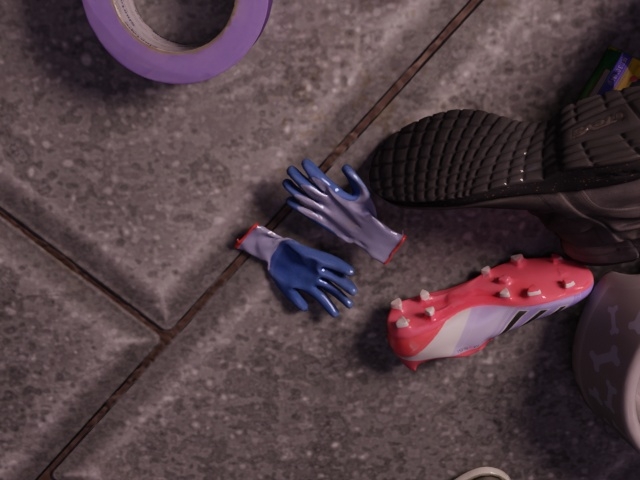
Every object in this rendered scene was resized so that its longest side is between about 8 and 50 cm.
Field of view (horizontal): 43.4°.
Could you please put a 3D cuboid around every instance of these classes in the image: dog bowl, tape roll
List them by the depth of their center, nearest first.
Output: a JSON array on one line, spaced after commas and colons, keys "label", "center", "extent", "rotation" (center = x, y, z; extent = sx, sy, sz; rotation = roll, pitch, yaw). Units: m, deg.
[{"label": "tape roll", "center": [-0.144, -0.261, 0.829], "extent": [0.189, 0.080, 0.188], "rotation": [0, 109, 1]}, {"label": "dog bowl", "center": [0.476, 0.130, 0.924], "extent": [0.349, 0.102, 0.348], "rotation": [-2, 117, -4]}]

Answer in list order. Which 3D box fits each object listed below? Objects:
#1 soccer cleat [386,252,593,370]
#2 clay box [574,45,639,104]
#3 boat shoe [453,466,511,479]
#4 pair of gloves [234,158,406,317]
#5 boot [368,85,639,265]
[{"label": "soccer cleat", "center": [0.200, 0.087, 0.958], "extent": [0.248, 0.083, 0.095], "rotation": [-17, 127, 6]}, {"label": "clay box", "center": [0.387, -0.108, 0.891], "extent": [0.222, 0.053, 0.127], "rotation": [24, 109, -7]}, {"label": "boat shoe", "center": [0.167, 0.438, 1.071], "extent": [0.109, 0.091, 0.305], "rotation": [27, 108, -9]}, {"label": "pair of gloves", "center": [0.000, 0.000, 0.925], "extent": [0.159, 0.023, 0.198], "rotation": [35, 124, -7]}, {"label": "boot", "center": [0.236, -0.039, 0.867], "extent": [0.338, 0.118, 0.223], "rotation": [1, 152, 37]}]
